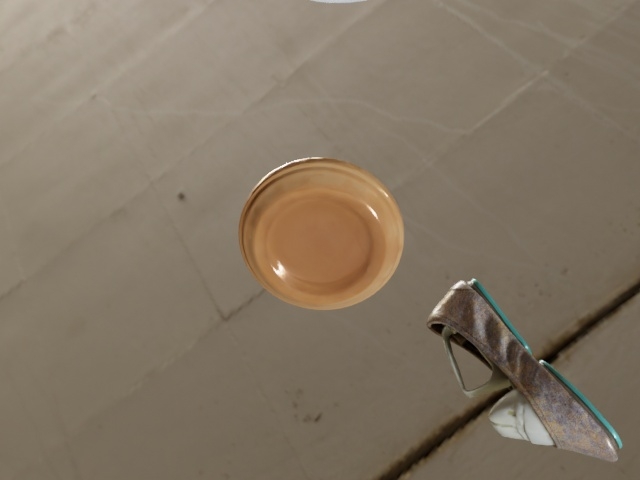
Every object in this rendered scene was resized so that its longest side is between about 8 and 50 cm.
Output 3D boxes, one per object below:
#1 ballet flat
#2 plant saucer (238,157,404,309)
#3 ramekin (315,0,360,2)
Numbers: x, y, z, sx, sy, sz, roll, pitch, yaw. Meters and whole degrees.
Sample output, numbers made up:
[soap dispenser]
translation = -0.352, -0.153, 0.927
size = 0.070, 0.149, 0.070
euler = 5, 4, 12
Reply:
[ballet flat]
translation = 0.238, 0.179, 1.262
size = 0.106, 0.107, 0.316
euler = -36, -133, -3
[plant saucer]
translation = 0.000, 0.000, 1.203
size = 0.200, 0.200, 0.037
euler = -32, -160, 17
[ramekin]
translation = 0.024, -0.418, 1.267
size = 0.277, 0.277, 0.135
euler = -14, -116, 34
